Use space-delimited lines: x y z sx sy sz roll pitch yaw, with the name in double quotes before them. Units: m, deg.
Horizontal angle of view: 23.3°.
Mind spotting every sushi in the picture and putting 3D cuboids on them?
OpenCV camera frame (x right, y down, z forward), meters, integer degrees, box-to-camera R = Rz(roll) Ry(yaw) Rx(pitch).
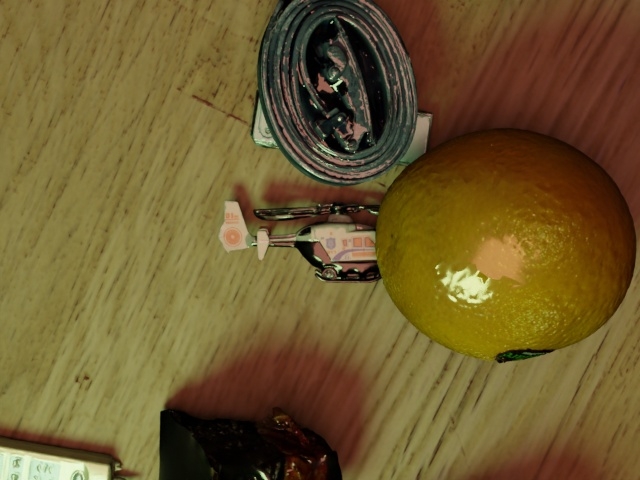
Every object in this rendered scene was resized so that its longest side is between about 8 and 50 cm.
"sushi" -0.060 0.236 1.488 0.151 0.172 0.153 5 78 -21

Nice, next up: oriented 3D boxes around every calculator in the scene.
"calculator" 0.019 -0.107 1.492 0.172 0.018 0.057 7 101 0

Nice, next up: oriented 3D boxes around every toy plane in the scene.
"toy plane" -0.001 0.001 1.502 0.197 0.053 0.078 2 93 0

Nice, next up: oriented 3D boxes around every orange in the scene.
"orange" 0.167 0.004 1.409 0.236 0.236 0.236 0 101 1

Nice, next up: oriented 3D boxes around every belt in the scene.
"belt" 0.014 -0.145 1.439 0.141 0.082 0.190 -13 91 -7

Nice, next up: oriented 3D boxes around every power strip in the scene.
"power strip" -0.278 0.231 1.562 0.191 0.030 0.047 10 102 0
